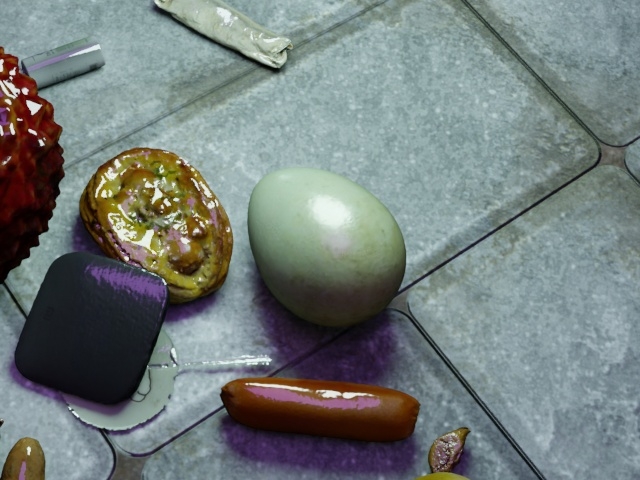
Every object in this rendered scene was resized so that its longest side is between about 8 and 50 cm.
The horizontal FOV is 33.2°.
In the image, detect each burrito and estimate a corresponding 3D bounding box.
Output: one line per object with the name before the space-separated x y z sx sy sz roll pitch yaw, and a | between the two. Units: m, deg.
burrito | -0.171 -0.395 1.939 0.275 0.059 0.082 29 70 9

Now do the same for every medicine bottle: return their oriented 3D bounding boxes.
medicine bottle | -0.473 -0.297 1.852 0.199 0.057 0.057 -23 67 -16

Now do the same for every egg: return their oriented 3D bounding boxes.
egg | 0.000 0.000 1.655 0.218 0.218 0.295 -31 62 -20

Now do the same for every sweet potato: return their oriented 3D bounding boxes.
sweet potato | -0.415 0.438 1.443 0.106 0.095 0.354 -5 63 -14

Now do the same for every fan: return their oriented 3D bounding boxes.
fan | -0.239 0.193 1.641 0.329 0.009 0.190 -5 61 -6

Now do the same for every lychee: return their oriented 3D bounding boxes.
lychee | -0.603 -0.093 1.547 0.500 0.424 0.424 -28 61 24

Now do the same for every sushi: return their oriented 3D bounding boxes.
sushi | 0.190 0.317 1.605 0.050 0.047 0.099 33 80 24

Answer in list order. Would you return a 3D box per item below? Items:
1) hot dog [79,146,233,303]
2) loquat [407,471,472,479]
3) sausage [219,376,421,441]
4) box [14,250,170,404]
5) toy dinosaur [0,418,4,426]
hot dog | -0.258 -0.025 1.695 0.196 0.122 0.272 -34 69 -15
loquat | 0.162 0.420 1.461 0.213 0.213 0.213 3 62 -5
sausage | -0.001 0.251 1.594 0.300 0.089 0.083 4 68 -4
box | -0.341 0.129 1.611 0.201 0.042 0.212 18 86 7
toy dinosaur | -0.546 0.423 1.410 0.432 0.097 0.208 -29 82 3
